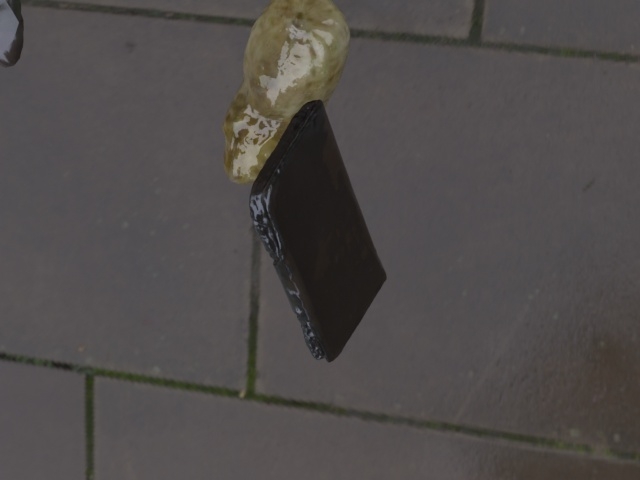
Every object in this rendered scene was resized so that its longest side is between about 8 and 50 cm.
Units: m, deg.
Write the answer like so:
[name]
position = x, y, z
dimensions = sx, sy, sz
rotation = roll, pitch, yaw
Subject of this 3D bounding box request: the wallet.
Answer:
[wallet]
position = 0.000, 0.000, 1.291
dimensions = 0.042, 0.165, 0.309
rotation = 14, 145, 30

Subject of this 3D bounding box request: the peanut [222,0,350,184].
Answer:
[peanut]
position = -0.050, -0.181, 1.352
dimensions = 0.122, 0.137, 0.253
rotation = 29, 119, 9

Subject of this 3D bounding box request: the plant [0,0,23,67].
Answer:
[plant]
position = -0.167, -0.234, 0.436
dimensions = 0.182, 0.194, 0.320
rotation = -19, 70, -19
